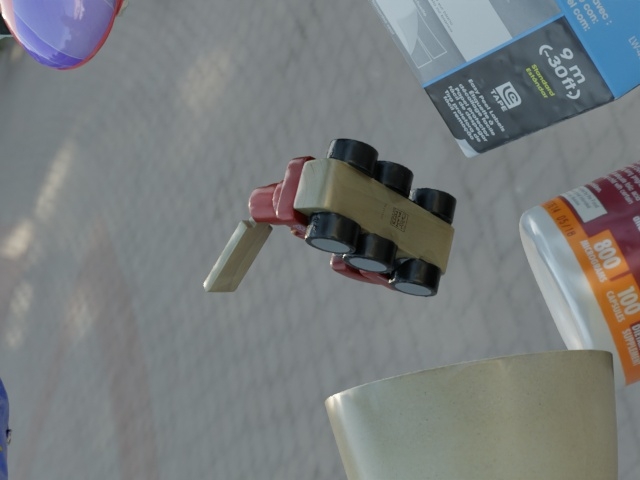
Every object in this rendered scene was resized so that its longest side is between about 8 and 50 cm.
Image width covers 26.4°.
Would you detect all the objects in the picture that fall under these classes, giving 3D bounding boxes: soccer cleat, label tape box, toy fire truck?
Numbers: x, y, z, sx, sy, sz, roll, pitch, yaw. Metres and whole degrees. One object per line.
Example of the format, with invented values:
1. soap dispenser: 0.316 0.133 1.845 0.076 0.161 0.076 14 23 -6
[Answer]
1. soccer cleat: -0.164 -0.208 0.728 0.083 0.095 0.248 -19 69 26
2. label tape box: 0.180 -0.227 1.138 0.106 0.240 0.334 -37 8 -27
3. toy fire truck: 0.000 0.000 1.586 0.246 0.217 0.158 -3 67 46

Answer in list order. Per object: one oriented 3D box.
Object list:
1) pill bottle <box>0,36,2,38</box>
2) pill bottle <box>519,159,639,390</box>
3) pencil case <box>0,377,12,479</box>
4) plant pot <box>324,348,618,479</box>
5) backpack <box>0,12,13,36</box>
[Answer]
1. pill bottle: -0.426 -0.327 1.677 0.186 0.112 0.112 88 -171 -69
2. pill bottle: 0.438 -0.006 1.493 0.224 0.392 0.224 -24 -90 -88
3. pencil case: -0.321 0.211 1.157 0.119 0.133 0.306 -62 24 18
4. plant pot: 0.149 0.254 1.182 0.256 0.257 0.273 -32 63 61
5. backpack: -0.256 -0.303 1.165 0.253 0.225 0.191 -40 -33 -49
